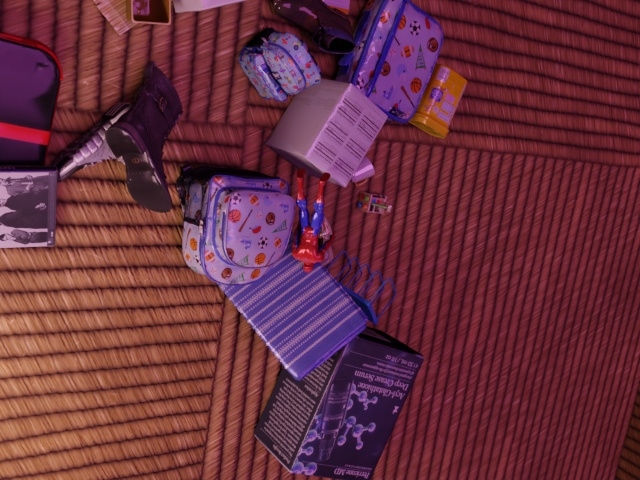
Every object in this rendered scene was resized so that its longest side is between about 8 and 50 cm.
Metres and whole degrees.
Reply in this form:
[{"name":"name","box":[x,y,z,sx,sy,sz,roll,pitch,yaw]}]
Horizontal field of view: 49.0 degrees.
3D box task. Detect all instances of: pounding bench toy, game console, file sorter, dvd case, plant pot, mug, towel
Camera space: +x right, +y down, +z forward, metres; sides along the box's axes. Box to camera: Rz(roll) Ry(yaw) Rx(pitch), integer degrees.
[{"name":"pounding bench toy","box":[0.146,-0.100,1.910,0.065,0.083,0.052,4,103,-35]},{"name":"game console","box":[-0.706,-0.243,1.328,0.387,0.060,0.342,8,106,-34]},{"name":"file sorter","box":[0.103,0.121,1.884,0.104,0.170,0.118,-49,148,-17]},{"name":"dvd case","box":[-0.649,-0.064,1.389,0.239,0.029,0.179,-2,124,-27]},{"name":"plant pot","box":[-0.358,-0.482,1.429,0.082,0.083,0.081,-7,107,-32]},{"name":"mug","box":[0.105,-0.179,1.874,0.064,0.062,0.078,-31,113,-13]},{"name":"towel","box":[-0.070,0.153,1.758,0.243,0.040,0.336,-37,79,-17]}]

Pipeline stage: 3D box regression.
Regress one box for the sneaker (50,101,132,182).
[{"name":"sneaker","box":[-0.452,-0.175,1.493,0.228,0.086,0.132,-46,127,-14]}]

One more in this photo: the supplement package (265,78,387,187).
[{"name":"supplement package","box":[0.013,-0.265,1.700,0.149,0.194,0.203,34,86,-37]}]

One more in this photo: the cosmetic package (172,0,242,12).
[{"name":"cosmetic package","box":[-0.229,-0.664,1.419,0.197,0.155,0.365,-25,114,-26]}]

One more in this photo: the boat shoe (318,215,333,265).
[{"name":"boat shoe","box":[-0.001,0.000,1.864,0.048,0.056,0.153,-24,124,-30]}]

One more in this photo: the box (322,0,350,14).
[{"name":"box","box":[0.038,-0.625,1.707,0.081,0.028,0.136,0,102,-33]}]

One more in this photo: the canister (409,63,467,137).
[{"name":"canister","box":[0.327,-0.386,1.945,0.126,0.073,0.169,23,90,-36]}]

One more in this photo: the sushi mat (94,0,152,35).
[{"name":"sushi mat","box":[-0.344,-0.577,1.474,0.316,0.019,0.151,-40,122,-17]}]

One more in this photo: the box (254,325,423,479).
[{"name":"box","box":[0.050,0.429,1.937,0.294,0.212,0.395,21,93,-37]}]

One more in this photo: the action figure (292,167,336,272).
[{"name":"action figure","box":[-0.014,-0.055,1.709,0.139,0.092,0.280,-64,162,-55]}]

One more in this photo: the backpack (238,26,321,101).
[{"name":"backpack","box":[-0.086,-0.397,1.607,0.117,0.173,0.158,-43,124,-15]}]

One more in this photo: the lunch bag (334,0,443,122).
[{"name":"lunch bag","box":[0.170,-0.456,1.790,0.243,0.115,0.303,23,87,-38]}]

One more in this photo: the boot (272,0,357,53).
[{"name":"boot","box":[-0.005,-0.509,1.653,0.219,0.106,0.082,5,139,-35]}]

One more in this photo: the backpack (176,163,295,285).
[{"name":"backpack","box":[-0.193,-0.026,1.637,0.277,0.213,0.263,3,108,-35]}]

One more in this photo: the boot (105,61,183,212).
[{"name":"boot","box":[-0.343,-0.217,1.497,0.229,0.091,0.263,-71,156,-43]}]
